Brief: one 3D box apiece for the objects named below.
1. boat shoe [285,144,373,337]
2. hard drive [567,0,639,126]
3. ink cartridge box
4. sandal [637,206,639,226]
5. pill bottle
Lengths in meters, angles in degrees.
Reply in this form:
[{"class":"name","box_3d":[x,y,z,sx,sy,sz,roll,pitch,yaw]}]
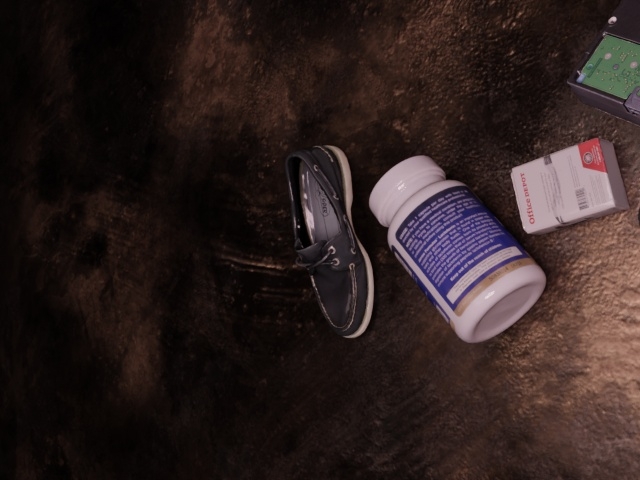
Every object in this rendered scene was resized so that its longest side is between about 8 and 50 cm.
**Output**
[{"class":"boat shoe","box_3d":[0.003,-0.001,1.458,0.127,0.113,0.340,-10,82,40]},{"class":"hard drive","box_3d":[0.482,-0.275,1.003,0.237,0.064,0.339,35,90,43]},{"class":"ink cartridge box","box_3d":[0.346,-0.073,1.196,0.135,0.056,0.099,-19,75,39]},{"class":"sandal","box_3d":[0.501,0.120,0.972,0.446,0.107,0.167,58,164,26]},{"class":"pill bottle","box_3d":[0.193,0.007,1.264,0.153,0.153,0.265,-52,58,27]}]
